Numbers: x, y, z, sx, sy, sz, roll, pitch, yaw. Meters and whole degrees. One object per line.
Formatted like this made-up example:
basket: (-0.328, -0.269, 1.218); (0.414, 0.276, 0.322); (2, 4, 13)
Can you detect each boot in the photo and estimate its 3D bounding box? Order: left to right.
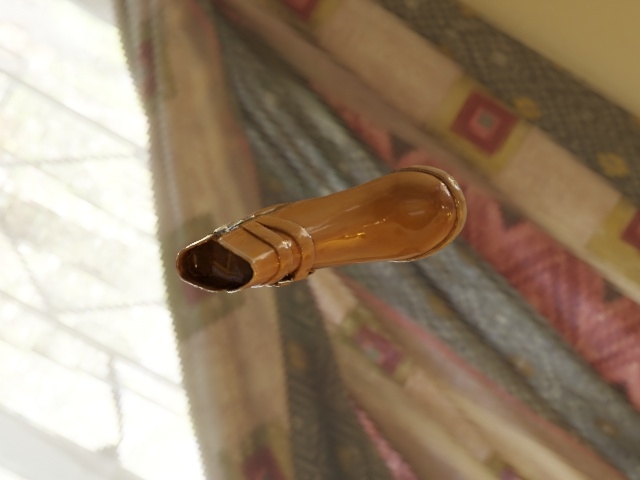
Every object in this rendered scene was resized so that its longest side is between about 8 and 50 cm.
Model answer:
boot: (0.000, 0.000, 1.269); (0.197, 0.073, 0.152); (-15, -179, 42)
